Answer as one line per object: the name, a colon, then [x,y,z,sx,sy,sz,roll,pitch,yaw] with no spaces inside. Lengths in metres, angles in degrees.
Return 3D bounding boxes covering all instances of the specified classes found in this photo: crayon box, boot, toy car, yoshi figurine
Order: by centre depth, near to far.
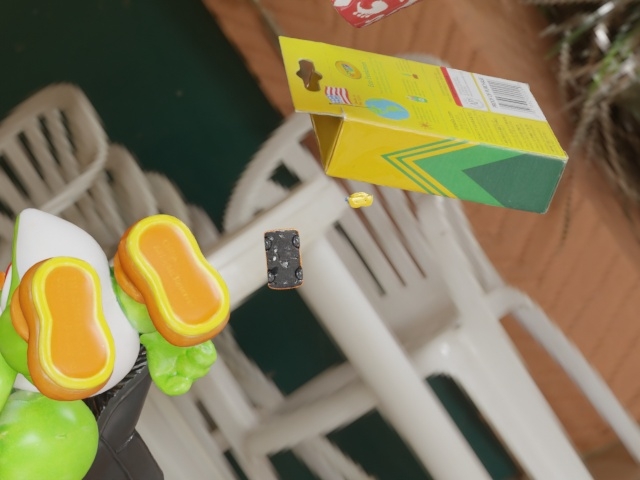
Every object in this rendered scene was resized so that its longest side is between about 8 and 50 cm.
yoshi figurine: [-0.206,0.119,1.136,0.362,0.204,0.203,-30,35,57]
toy car: [0.000,0.000,1.312,0.122,0.060,0.040,-23,10,1]
crayon box: [0.104,-0.137,1.614,0.202,0.319,0.081,-101,25,-57]
boot: [-0.252,0.242,1.784,0.094,0.207,0.246,13,57,26]

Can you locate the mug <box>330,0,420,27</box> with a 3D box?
mug: [0.090,-0.257,1.176,0.169,0.113,0.150,-25,4,22]
